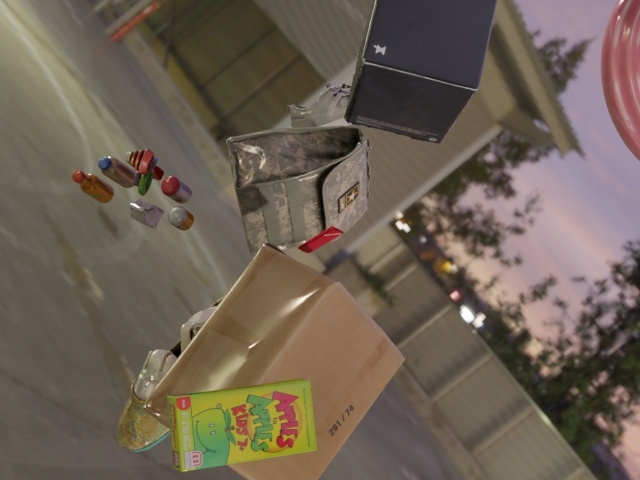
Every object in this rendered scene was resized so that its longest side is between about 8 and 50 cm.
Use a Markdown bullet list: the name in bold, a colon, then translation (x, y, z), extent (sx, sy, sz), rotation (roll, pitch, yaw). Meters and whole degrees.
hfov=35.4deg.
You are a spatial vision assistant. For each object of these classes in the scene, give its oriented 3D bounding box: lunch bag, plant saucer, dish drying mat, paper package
- **lunch bag**: translation (-0.031, -0.110, 2.069), extent (0.235, 0.287, 0.169), rotation (84, -7, -54)
- **plant saucer**: translation (0.558, -0.243, 1.431), extent (0.332, 0.332, 0.084), rotation (50, -19, -13)
- **dish drying mat**: translation (0.000, 0.000, 1.744), extent (0.032, 0.083, 0.008), rotation (23, 46, -44)
- **paper package**: translation (-0.063, 0.222, 1.600), extent (0.168, 0.325, 0.309), rotation (26, -16, 39)

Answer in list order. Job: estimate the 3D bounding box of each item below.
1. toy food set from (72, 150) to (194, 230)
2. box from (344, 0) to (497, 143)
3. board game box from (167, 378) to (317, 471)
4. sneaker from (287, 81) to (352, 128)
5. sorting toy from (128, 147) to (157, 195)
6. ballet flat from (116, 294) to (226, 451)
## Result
- **toy food set**: translation (-0.345, -0.100, 1.889), extent (0.232, 0.111, 0.104), rotation (23, -8, 26)
- **box**: translation (0.164, -0.339, 1.552), extent (0.183, 0.296, 0.294), rotation (14, -10, 0)
- **board game box**: translation (-0.099, 0.234, 1.280), extent (0.043, 0.181, 0.092), rotation (164, -79, -66)
- **sneaker**: translation (0.054, -0.310, 2.248), extent (0.105, 0.281, 0.115), rotation (-36, 102, -82)
- **sorting toy**: translation (-0.318, -0.128, 1.765), extent (0.042, 0.061, 0.102), rotation (20, -41, 2)
- **ballet flat**: translation (-0.231, 0.208, 1.711), extent (0.123, 0.348, 0.123), rotation (25, -43, 26)
